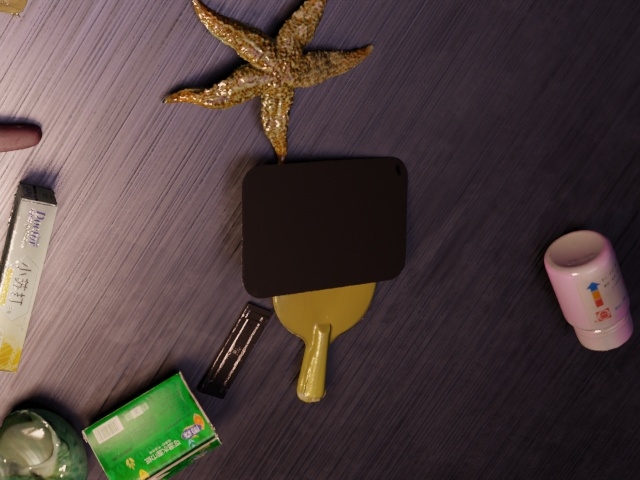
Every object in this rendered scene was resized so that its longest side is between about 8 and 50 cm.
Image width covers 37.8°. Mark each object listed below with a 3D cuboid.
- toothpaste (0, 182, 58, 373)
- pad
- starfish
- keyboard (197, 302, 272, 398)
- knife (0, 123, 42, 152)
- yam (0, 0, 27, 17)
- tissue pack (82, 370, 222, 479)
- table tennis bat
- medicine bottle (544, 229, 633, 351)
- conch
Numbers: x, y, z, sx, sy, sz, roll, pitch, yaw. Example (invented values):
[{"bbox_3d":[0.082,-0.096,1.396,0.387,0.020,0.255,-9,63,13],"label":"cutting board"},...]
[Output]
[{"bbox_3d":[-0.501,0.065,1.553,0.071,0.089,0.312,12,107,-24],"label":"toothpaste"},{"bbox_3d":[0.000,0.001,1.775,0.375,0.063,0.314,-5,100,-33],"label":"pad"},{"bbox_3d":[-0.077,-0.315,1.598,0.347,0.078,0.357,23,101,-29],"label":"starfish"},{"bbox_3d":[-0.166,0.216,1.825,0.061,0.013,0.204,25,100,-32],"label":"keyboard"},{"bbox_3d":[-0.571,-0.146,1.448,0.278,0.053,0.123,-4,119,-23],"label":"knife"},{"bbox_3d":[-0.598,-0.392,1.307,0.372,0.083,0.083,9,108,-27],"label":"yam"},{"bbox_3d":[-0.309,0.373,1.758,0.209,0.148,0.156,-31,162,-11],"label":"tissue pack"},{"bbox_3d":[0.003,0.150,1.857,0.224,0.054,0.368,-2,109,-26],"label":"table tennis bat"},{"bbox_3d":[0.597,0.113,2.061,0.152,0.152,0.254,-35,123,-8],"label":"medicine bottle"},{"bbox_3d":[-0.513,0.411,1.682,0.202,0.134,0.196,-42,83,3],"label":"conch"}]
